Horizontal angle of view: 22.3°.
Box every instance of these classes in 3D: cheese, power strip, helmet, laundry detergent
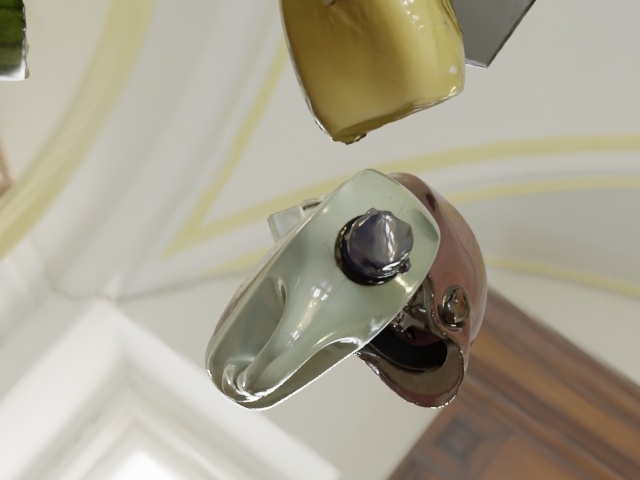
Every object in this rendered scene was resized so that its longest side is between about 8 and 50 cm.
[{"bbox_3d":[0.047,-0.291,2.025,0.259,0.128,0.316,-16,-89,42],"label":"cheese"},{"bbox_3d":[0.000,0.000,1.925,0.367,0.106,0.043,80,-9,-81],"label":"power strip"},{"bbox_3d":[0.120,0.047,2.288,0.338,0.197,0.271,52,-32,-13],"label":"helmet"},{"bbox_3d":[0.005,0.040,1.288,0.105,0.215,0.280,42,-16,-5],"label":"laundry detergent"}]

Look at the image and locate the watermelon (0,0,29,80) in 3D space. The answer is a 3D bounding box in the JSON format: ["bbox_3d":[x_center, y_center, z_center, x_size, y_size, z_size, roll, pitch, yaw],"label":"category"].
[{"bbox_3d":[-0.451,-0.350,1.961,0.331,0.189,0.331,167,-90,-79],"label":"watermelon"}]

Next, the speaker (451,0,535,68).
[{"bbox_3d":[0.162,-0.395,2.153,0.184,0.232,0.254,5,37,-50],"label":"speaker"}]
